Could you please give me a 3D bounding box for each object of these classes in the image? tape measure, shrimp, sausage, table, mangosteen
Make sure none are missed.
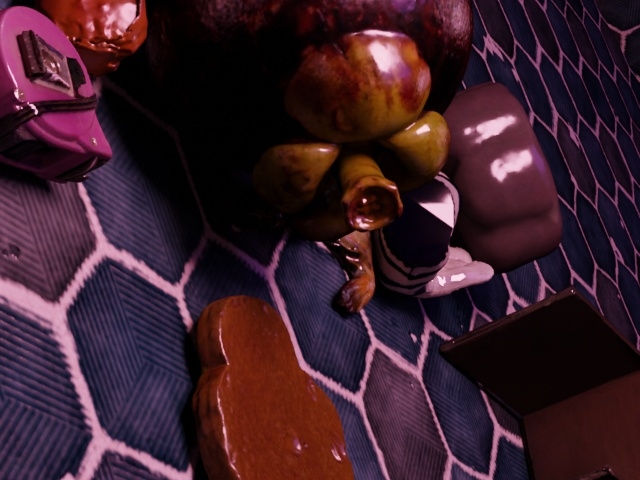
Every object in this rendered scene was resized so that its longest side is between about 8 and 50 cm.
[{"bbox_3d":[-0.213,-0.109,1.019,0.125,0.074,0.118,16,53,-63],"label":"tape measure"},{"bbox_3d":[0.000,0.000,1.395,0.169,0.058,0.296,68,20,1],"label":"shrimp"},{"bbox_3d":[-0.196,-0.268,1.184,0.102,0.102,0.330,41,33,-43],"label":"sausage"},{"bbox_3d":[0.294,0.246,1.605,0.282,0.196,0.250,39,36,-42],"label":"table"},{"bbox_3d":[-0.005,-0.158,1.219,0.297,0.297,0.313,-45,122,-65],"label":"mangosteen"}]

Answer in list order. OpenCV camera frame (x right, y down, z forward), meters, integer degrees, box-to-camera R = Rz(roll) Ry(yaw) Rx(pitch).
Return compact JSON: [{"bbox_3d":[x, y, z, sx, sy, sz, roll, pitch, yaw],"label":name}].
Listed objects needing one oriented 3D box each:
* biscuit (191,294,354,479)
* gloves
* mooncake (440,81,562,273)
[{"bbox_3d":[-0.035,0.184,1.151,0.208,0.041,0.290,13,56,-60],"label":"biscuit"},{"bbox_3d":[0.114,0.002,1.570,0.218,0.131,0.140,97,-30,-77],"label":"gloves"},{"bbox_3d":[0.205,-0.076,1.703,0.245,0.133,0.245,157,-90,-80],"label":"mooncake"}]
